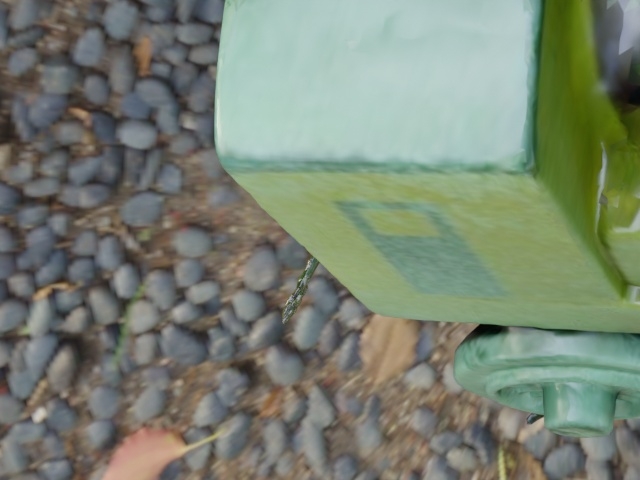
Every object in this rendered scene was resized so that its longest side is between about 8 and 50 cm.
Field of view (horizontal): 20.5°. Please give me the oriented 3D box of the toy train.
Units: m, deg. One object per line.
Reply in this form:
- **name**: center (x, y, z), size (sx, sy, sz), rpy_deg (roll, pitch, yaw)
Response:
- **toy train**: center (0.165, -0.030, 0.534), size (0.397, 0.253, 0.160), rpy_deg (2, 70, 23)

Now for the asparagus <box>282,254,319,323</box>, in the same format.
- **asparagus**: center (0.000, 0.000, 1.544), size (0.016, 0.016, 0.163), rpy_deg (26, 78, -16)
